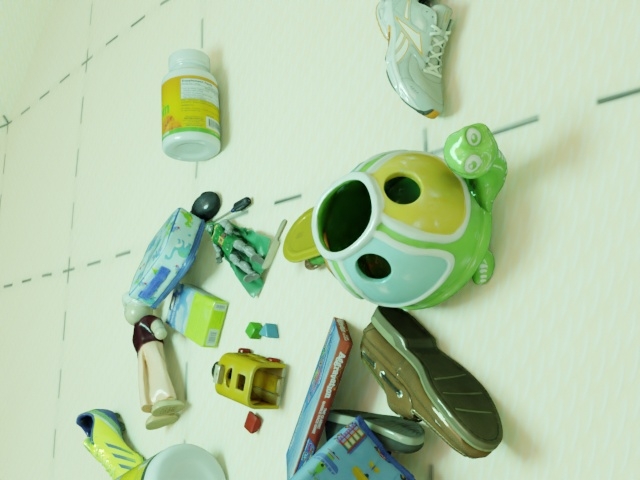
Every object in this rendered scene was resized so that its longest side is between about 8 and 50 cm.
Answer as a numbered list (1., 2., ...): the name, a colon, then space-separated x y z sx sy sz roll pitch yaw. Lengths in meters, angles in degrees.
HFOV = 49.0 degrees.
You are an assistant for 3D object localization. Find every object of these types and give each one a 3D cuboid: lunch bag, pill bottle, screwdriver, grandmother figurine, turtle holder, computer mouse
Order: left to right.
1. grandmother figurine: -0.408 0.260 1.673 0.208 0.104 0.342 -52 49 36
2. pill bottle: -0.360 0.570 1.489 0.334 0.188 0.188 -37 56 37
3. lunch bag: -0.356 0.045 1.628 0.219 0.090 0.176 -47 22 36
4. computer mouse: -0.323 -0.056 1.702 0.242 0.041 0.071 -30 61 41
5. pill bottle: -0.311 -0.325 1.678 0.136 0.136 0.246 -22 65 43
6. screwdriver: -0.207 -0.063 1.599 0.170 0.025 0.024 -29 61 50
7. lunch bag: -0.028 0.435 1.071 0.138 0.221 0.293 47 132 10
8. turtle holder: 0.136 -0.023 1.053 0.320 0.227 0.243 -8 75 47

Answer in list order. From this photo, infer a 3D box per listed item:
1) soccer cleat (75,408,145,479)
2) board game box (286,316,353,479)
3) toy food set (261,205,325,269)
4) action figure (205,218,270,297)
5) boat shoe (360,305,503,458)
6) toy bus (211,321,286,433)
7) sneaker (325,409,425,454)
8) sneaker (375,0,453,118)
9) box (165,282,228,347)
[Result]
1. soccer cleat: -0.519 0.523 1.721 0.289 0.121 0.093 42 111 44
2. board game box: -0.005 0.285 1.230 0.145 0.027 0.281 -114 42 -79
3. toy food set: 0.000 0.000 1.325 0.217 0.071 0.128 -18 45 42
4. action figure: -0.192 0.013 1.532 0.232 0.063 0.137 36 111 49
5. boat shoe: 0.160 0.228 1.071 0.104 0.110 0.307 -64 34 21
6. toy bus: -0.163 0.271 1.403 0.202 0.104 0.191 -48 50 29
7. sneaker: 0.089 0.347 1.141 0.222 0.083 0.118 -7 80 57
8. sneaker: 0.175 -0.332 1.184 0.121 0.099 0.263 -29 62 35
9. box: -0.286 0.167 1.608 0.178 0.042 0.109 19 94 49
